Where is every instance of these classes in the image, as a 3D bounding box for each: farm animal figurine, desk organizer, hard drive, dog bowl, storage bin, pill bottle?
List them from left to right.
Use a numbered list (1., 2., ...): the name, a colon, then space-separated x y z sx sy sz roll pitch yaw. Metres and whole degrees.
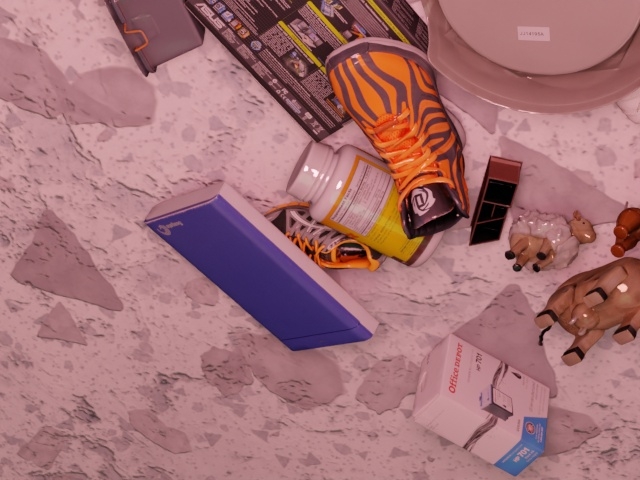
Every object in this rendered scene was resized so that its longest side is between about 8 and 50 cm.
1. storage bin: -0.213 -0.293 1.800 0.091 0.098 0.135 -18 124 13
2. hard drive: -0.088 0.046 2.031 0.319 0.040 0.210 43 150 -22
3. pill bottle: 0.066 -0.056 1.910 0.215 0.117 0.117 27 130 -9
4. desk organizer: 0.242 -0.050 1.920 0.047 0.050 0.130 13 131 2
5. dog bowl: 0.264 -0.317 1.634 0.349 0.102 0.348 13 136 13
6. farm animal figurine: 0.452 0.082 1.908 0.327 0.172 0.330 -8 115 42

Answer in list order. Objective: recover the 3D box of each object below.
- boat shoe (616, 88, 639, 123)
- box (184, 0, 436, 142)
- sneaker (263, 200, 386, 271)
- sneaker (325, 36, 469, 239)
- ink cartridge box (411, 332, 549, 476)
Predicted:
1. boat shoe: 0.492 -0.218 1.701 0.277 0.098 0.096 -18 126 34
2. box: -0.007 -0.278 1.781 0.216 0.060 0.270 -30 118 31
3. sneaker: 0.000 0.000 1.995 0.215 0.083 0.084 1 131 13
4. sneaker: 0.118 -0.116 1.742 0.125 0.180 0.321 -23 145 22
5. ink cartridge box: 0.247 0.250 2.109 0.191 0.139 0.082 30 130 -13
